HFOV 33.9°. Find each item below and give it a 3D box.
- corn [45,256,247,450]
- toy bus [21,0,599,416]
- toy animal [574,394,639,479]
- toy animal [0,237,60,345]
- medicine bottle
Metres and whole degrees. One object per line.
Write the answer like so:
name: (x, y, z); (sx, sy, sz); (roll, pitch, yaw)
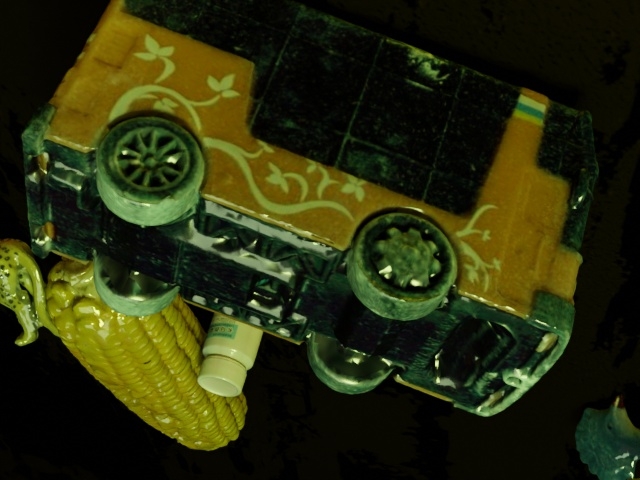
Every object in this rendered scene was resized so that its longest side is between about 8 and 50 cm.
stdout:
corn: (-0.166, 0.117, 1.060); (0.120, 0.120, 0.363); (3, 148, 21)
toy bus: (-0.002, -0.031, 0.665); (0.323, 0.194, 0.162); (20, 149, -1)
toy animal: (0.360, 0.218, 0.958); (0.239, 0.255, 0.176); (-9, 141, -41)
toy animal: (-0.328, 0.034, 1.036); (0.181, 0.073, 0.136); (4, 123, 32)
medicine bottle: (-0.087, 0.103, 1.024); (0.052, 0.089, 0.052); (11, 150, 7)
